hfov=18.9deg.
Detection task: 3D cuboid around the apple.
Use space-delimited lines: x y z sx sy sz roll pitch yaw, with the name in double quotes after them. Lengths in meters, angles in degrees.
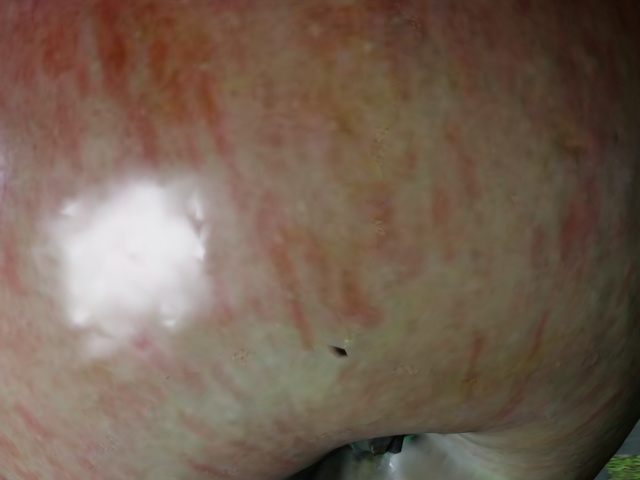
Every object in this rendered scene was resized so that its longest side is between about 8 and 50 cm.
0.000 0.000 0.745 0.345 0.269 0.345 1 158 0 "apple"
